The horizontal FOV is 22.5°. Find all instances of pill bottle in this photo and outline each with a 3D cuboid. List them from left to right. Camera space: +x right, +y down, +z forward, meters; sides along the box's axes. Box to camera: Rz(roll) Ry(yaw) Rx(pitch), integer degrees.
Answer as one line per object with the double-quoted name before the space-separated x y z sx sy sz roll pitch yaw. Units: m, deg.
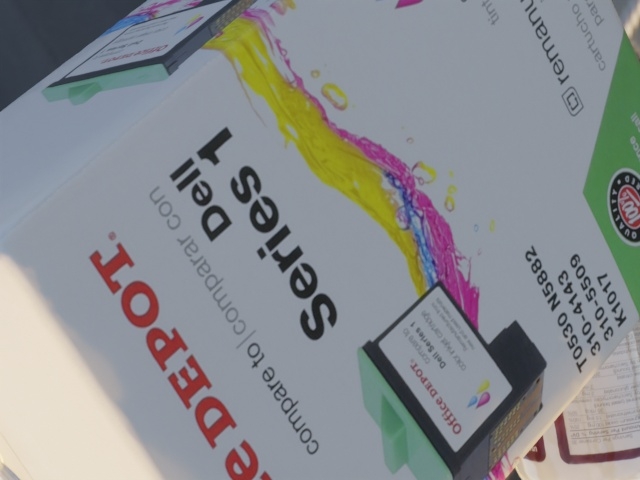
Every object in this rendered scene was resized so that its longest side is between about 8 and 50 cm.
"pill bottle" 0.159 0.072 0.894 0.121 0.121 0.221 -1 102 53

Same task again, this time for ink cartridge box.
"ink cartridge box" 0.000 0.000 0.598 0.117 0.278 0.201 0 126 51
